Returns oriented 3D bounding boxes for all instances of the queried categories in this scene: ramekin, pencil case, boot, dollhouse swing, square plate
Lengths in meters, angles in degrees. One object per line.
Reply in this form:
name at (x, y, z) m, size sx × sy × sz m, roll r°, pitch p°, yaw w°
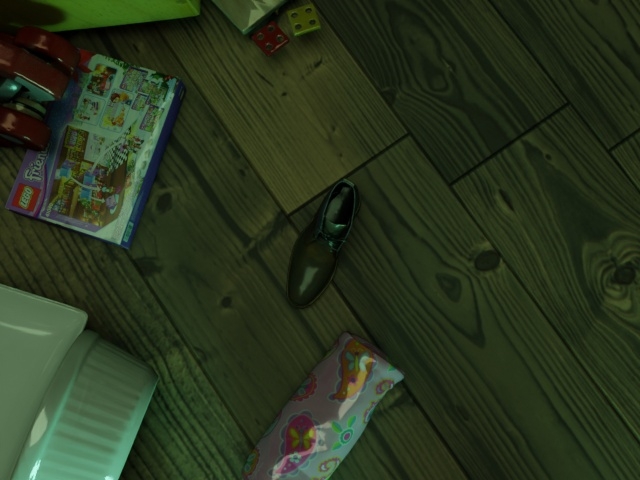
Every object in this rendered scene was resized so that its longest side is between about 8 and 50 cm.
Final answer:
ramekin at (-0.328, 0.272, 1.050) m, size 0.127 × 0.273 × 0.273 m, roll 22°, pitch 81°, yaw -8°
pencil case at (0.003, 0.276, 1.111) m, size 0.124 × 0.124 × 0.284 m, roll 35°, pitch 84°, yaw 7°
boot at (0.000, 0.000, 1.158) m, size 0.082 × 0.106 × 0.219 m, roll 22°, pitch 81°, yaw 5°
dollhouse swing at (-0.385, -0.506, 1.153) m, size 0.346 × 0.315 × 0.305 m, roll -4°, pitch 86°, yaw 6°
square plate at (-0.562, 0.214, 1.075) m, size 0.343 × 0.049 × 0.347 m, roll 18°, pitch 67°, yaw 2°

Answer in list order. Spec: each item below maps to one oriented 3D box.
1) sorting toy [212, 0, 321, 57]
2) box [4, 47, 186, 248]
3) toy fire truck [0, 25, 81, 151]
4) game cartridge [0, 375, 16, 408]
sorting toy at (-0.112, -0.419, 1.257) m, size 0.132 × 0.046 × 0.274 m, roll -40°, pitch 74°, yaw -5°
box at (-0.365, -0.154, 1.218) m, size 0.200 × 0.057 × 0.293 m, roll 18°, pitch 81°, yaw 4°
toy fire truck at (-0.530, -0.263, 1.115) m, size 0.302 × 0.254 × 0.169 m, roll 10°, pitch 78°, yaw 44°
game cartridge at (-0.600, 0.305, 1.089) m, size 0.323 × 0.053 × 0.285 m, roll 20°, pitch 67°, yaw 4°
